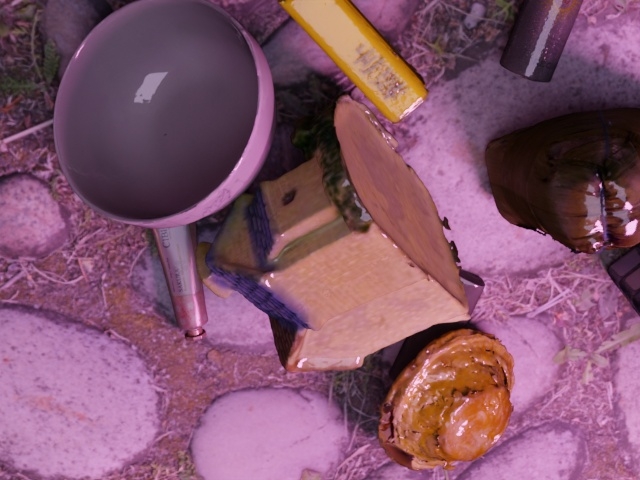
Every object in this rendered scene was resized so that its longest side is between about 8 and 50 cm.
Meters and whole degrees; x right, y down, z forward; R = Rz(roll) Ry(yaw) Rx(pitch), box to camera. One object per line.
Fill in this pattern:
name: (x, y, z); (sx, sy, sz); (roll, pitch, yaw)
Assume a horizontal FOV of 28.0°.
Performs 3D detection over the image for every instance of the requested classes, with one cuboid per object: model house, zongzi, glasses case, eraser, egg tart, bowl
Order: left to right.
bowl: (-0.173, -0.148, 1.593); (0.287, 0.144, 0.287); (-4, 79, 23)
model house: (0.000, 0.000, 1.661); (0.266, 0.261, 0.321); (-31, 136, 18)
eraser: (0.035, -0.255, 1.605); (0.069, 0.158, 0.226); (-43, 112, 8)
glasses case: (0.168, 0.128, 1.853); (0.072, 0.042, 0.190); (21, 109, -7)
egg tart: (0.193, 0.240, 1.837); (0.241, 0.106, 0.241); (-20, 129, -27)
zongzi: (0.426, -0.090, 1.648); (0.361, 0.323, 0.160); (-10, 106, -8)

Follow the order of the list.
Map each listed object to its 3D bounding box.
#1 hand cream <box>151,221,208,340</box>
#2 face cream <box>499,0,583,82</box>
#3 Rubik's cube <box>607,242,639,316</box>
hand cream: (-0.189, 0.037, 1.766); (0.067, 0.043, 0.209); (-11, 109, -3)
face cream: (0.314, -0.344, 1.650); (0.073, 0.073, 0.283); (15, 110, -14)
Rubik's cube: (0.620, 0.103, 1.767); (0.292, 0.287, 0.293); (-36, 112, 7)
